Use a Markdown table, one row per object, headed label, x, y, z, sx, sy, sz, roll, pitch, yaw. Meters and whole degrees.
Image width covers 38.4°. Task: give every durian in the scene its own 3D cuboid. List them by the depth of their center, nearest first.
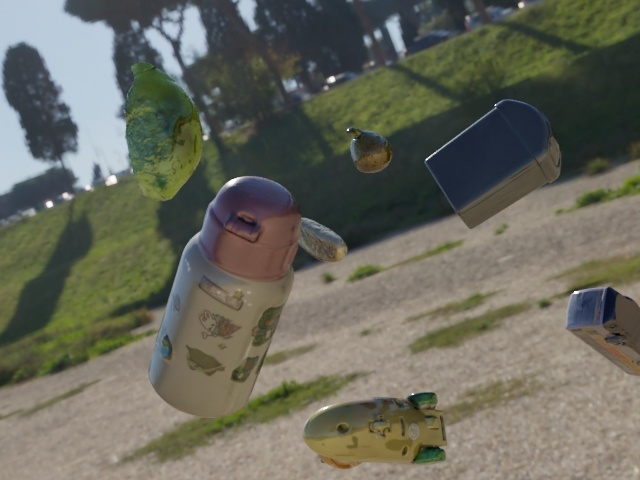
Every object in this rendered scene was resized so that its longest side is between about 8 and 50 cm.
| label | x | y | z | sx | sy | sz | roll | pitch | yaw |
| --- | --- | --- | --- | --- | --- | --- | --- | --- | --- |
| durian | -0.283 | -0.197 | 1.668 | 0.139 | 0.250 | 0.101 | 2 | -2 | -25 |

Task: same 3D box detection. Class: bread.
| label | x | y | z | sx | sy | sz | roll | pitch | yaw |
| --- | --- | --- | --- | --- | --- | --- | --- | --- | --- |
| bread | -0.001 | 0.000 | 2.026 | 0.053 | 0.073 | 0.214 | -8 | 21 | -31 |

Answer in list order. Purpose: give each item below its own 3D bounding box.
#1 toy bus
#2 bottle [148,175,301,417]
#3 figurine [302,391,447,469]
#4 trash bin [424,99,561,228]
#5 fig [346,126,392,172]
| label | x | y | z | sx | sy | sz | roll | pitch | yaw |
| --- | --- | --- | --- | --- | --- | --- | --- | --- | --- |
| toy bus | 0.348 | 0.108 | 1.061 | 0.072 | 0.057 | 0.172 | -8 | -31 | 45 |
| bottle | -0.091 | 0.053 | 0.935 | 0.120 | 0.120 | 0.253 | -25 | -36 | -53 |
| figurine | 0.085 | 0.347 | 1.652 | 0.324 | 0.124 | 0.222 | 11 | -23 | -43 |
| trash bin | 0.336 | -0.151 | 1.740 | 0.236 | 0.177 | 0.101 | -34 | -36 | 12 |
| fig | 0.086 | -0.172 | 1.692 | 0.082 | 0.098 | 0.084 | -26 | 11 | 34 |
